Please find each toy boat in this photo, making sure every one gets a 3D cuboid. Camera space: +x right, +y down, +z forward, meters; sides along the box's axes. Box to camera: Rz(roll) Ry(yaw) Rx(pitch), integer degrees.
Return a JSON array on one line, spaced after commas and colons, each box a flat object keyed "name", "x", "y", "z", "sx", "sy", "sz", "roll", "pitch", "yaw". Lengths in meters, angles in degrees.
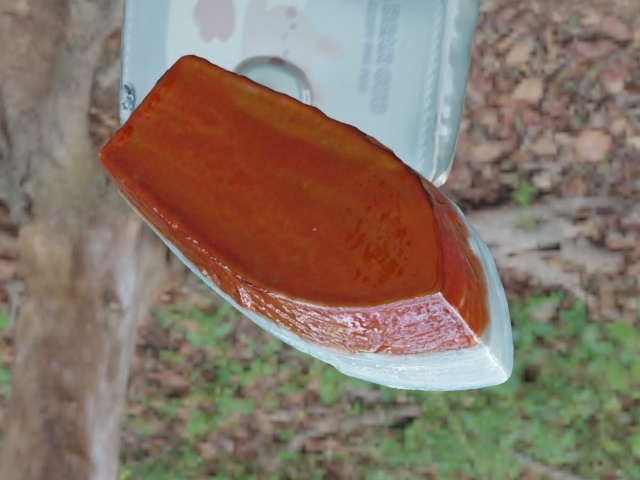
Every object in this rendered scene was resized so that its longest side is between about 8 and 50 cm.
[{"name": "toy boat", "x": 0.000, "y": 0.000, "z": 1.021, "sx": 0.332, "sy": 0.145, "sz": 0.133, "roll": 33, "pitch": 170, "yaw": 37}]

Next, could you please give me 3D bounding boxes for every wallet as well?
[{"name": "wallet", "x": -0.025, "y": -0.174, "z": 1.396, "sx": 0.360, "sy": 0.252, "sz": 0.083, "roll": 11, "pitch": -169, "yaw": 28}]
